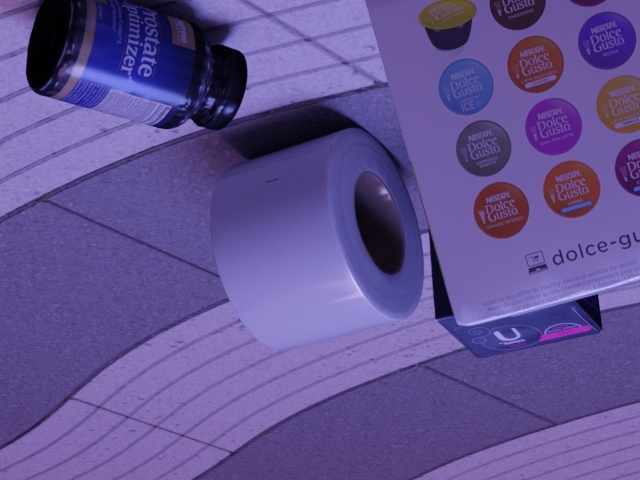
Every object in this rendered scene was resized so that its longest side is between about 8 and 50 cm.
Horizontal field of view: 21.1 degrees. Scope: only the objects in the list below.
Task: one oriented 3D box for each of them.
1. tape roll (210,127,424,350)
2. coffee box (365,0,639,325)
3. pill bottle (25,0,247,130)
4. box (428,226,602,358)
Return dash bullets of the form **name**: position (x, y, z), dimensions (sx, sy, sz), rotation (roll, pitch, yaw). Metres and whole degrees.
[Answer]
- **tape roll**: position (0.000, 0.000, 2.107), dimensions (0.169, 0.246, 0.246), rotation (-16, 150, 26)
- **coffee box**: position (0.277, -0.125, 1.653), dimensions (0.338, 0.334, 0.338), rotation (-17, 176, 17)
- **pill bottle**: position (-0.195, -0.189, 1.850), dimensions (0.219, 0.122, 0.123), rotation (14, 149, -30)
- **box**: position (0.228, -0.017, 2.060), dimensions (0.165, 0.270, 0.143), rotation (-14, 151, 22)
